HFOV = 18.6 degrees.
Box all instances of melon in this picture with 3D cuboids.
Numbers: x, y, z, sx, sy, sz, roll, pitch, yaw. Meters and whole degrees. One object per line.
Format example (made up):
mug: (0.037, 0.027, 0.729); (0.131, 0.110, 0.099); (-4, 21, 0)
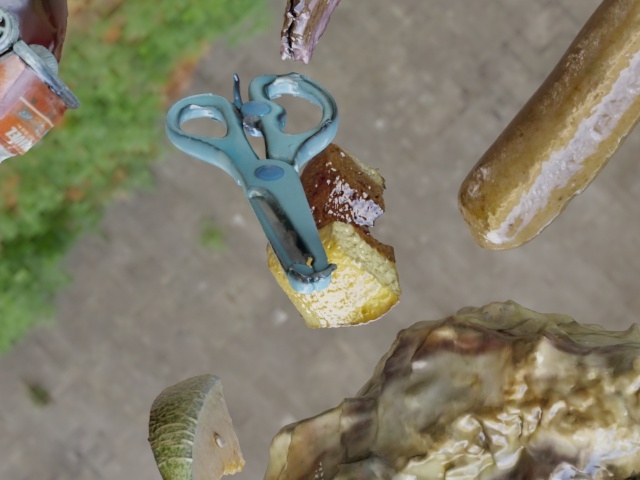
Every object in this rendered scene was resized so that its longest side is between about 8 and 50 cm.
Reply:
melon: (-0.112, 0.177, 1.695); (0.054, 0.098, 0.182); (-25, -178, 11)

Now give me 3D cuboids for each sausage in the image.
sausage: (0.331, -0.188, 2.278); (0.136, 0.123, 0.501); (9, 125, -50)

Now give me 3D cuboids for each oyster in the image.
oyster: (0.105, 0.113, 1.255); (0.354, 0.107, 0.201); (-17, -142, 16)

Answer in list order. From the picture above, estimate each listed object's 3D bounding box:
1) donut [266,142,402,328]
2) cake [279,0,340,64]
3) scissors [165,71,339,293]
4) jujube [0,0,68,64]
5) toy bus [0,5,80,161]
donut: (0.000, 0.000, 2.347); (0.151, 0.112, 0.295); (-35, -153, 19)
cake: (0.037, -0.249, 1.258); (0.116, 0.112, 0.295); (96, 13, -66)
scissors: (-0.044, -0.062, 1.928); (0.180, 0.032, 0.393); (-11, -145, -9)
jujube: (-0.402, -0.203, 1.993); (0.258, 0.258, 0.377); (-44, 177, -46)
toy bus: (-0.309, -0.160, 1.492); (0.120, 0.265, 0.121); (-47, 163, -5)
